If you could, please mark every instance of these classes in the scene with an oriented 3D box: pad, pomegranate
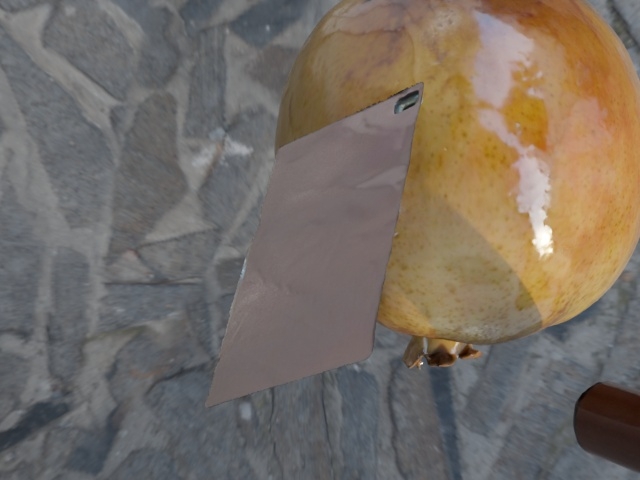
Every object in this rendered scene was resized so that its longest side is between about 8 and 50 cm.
[{"bbox_3d":[0.000,0.000,0.644,0.006,0.113,0.188,43,43,-32],"label":"pad"},{"bbox_3d":[0.108,-0.052,0.922,0.319,0.319,0.319,0,88,-1],"label":"pomegranate"}]

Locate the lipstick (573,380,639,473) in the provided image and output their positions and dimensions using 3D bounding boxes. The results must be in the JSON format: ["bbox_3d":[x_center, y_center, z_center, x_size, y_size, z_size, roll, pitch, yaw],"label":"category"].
[{"bbox_3d":[0.263,0.137,0.682,0.057,0.356,0.057,-2,95,-22],"label":"lipstick"}]
